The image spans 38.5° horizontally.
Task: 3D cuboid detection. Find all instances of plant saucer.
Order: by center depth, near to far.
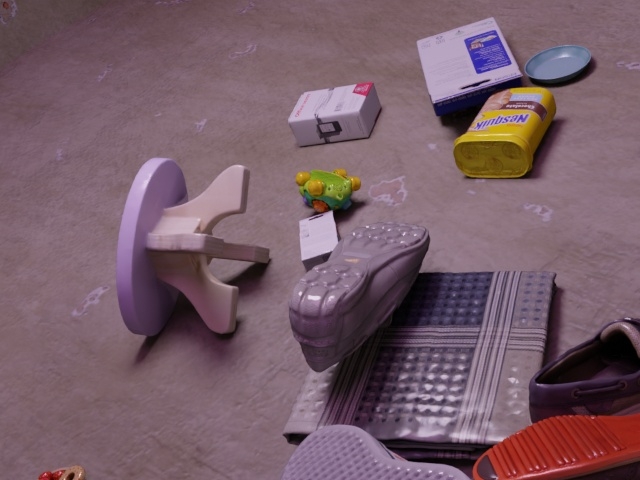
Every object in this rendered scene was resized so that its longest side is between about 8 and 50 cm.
[{"bbox_3d":[0.433,-0.317,1.670,0.119,0.021,0.119,-16,35,11],"label":"plant saucer"}]

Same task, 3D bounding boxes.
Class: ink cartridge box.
[{"bbox_3d":[0.000,0.000,1.474,0.063,0.029,0.115,-18,33,7],"label":"ink cartridge box"},{"bbox_3d":[0.275,-0.316,1.704,0.165,0.065,0.332,-15,29,10],"label":"ink cartridge box"},{"bbox_3d":[0.028,-0.243,1.764,0.150,0.063,0.109,-5,38,25],"label":"ink cartridge box"}]

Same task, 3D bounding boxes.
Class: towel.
[{"bbox_3d":[0.135,0.154,1.175,0.312,0.056,0.324,-2,37,24],"label":"towel"}]

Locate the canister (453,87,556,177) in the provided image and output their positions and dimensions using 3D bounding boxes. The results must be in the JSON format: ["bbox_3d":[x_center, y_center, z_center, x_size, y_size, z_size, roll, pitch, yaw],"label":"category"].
[{"bbox_3d":[0.307,-0.181,1.509,0.126,0.073,0.170,2,40,33],"label":"canister"}]

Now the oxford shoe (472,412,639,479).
[{"bbox_3d":[0.289,0.228,0.906,0.271,0.098,0.097,-12,19,2],"label":"oxford shoe"}]

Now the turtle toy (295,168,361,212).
[{"bbox_3d":[0.005,-0.084,1.551,0.095,0.066,0.130,-7,22,-25],"label":"turtle toy"}]

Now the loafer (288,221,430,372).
[{"bbox_3d":[0.057,0.062,1.202,0.112,0.111,0.319,11,26,29],"label":"loafer"}]

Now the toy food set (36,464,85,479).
[{"bbox_3d":[-0.357,0.335,1.222,0.083,0.020,0.082,-2,39,28],"label":"toy food set"}]

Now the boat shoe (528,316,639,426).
[{"bbox_3d":[0.345,0.133,1.014,0.285,0.092,0.103,-25,29,-19],"label":"boat shoe"}]

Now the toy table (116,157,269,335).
[{"bbox_3d":[-0.196,0.014,1.406,0.161,0.274,0.252,4,8,19],"label":"toy table"}]

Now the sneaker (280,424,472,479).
[{"bbox_3d":[0.075,0.288,0.958,0.126,0.127,0.321,-52,23,-18],"label":"sneaker"}]
